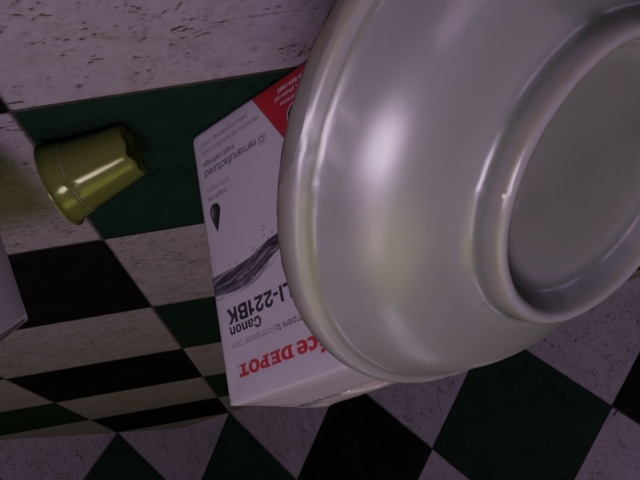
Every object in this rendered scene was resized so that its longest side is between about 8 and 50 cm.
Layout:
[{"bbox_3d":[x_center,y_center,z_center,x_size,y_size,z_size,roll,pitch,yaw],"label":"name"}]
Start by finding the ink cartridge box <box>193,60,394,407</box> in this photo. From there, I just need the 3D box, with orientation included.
[{"bbox_3d":[0.000,0.000,0.796,0.114,0.273,0.197,8,155,-45],"label":"ink cartridge box"}]

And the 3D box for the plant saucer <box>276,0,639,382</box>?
[{"bbox_3d":[0.159,-0.058,0.593,0.400,0.100,0.400,-23,129,-31],"label":"plant saucer"}]

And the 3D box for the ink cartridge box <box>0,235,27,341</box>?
[{"bbox_3d":[-0.412,0.030,0.674,0.270,0.198,0.197,-13,-169,8],"label":"ink cartridge box"}]

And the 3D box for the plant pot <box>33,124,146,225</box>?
[{"bbox_3d":[-0.206,-0.068,0.809,0.079,0.083,0.083,-25,161,3],"label":"plant pot"}]
